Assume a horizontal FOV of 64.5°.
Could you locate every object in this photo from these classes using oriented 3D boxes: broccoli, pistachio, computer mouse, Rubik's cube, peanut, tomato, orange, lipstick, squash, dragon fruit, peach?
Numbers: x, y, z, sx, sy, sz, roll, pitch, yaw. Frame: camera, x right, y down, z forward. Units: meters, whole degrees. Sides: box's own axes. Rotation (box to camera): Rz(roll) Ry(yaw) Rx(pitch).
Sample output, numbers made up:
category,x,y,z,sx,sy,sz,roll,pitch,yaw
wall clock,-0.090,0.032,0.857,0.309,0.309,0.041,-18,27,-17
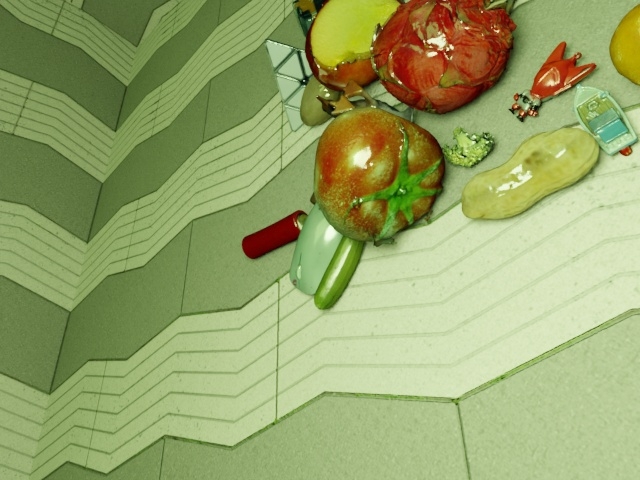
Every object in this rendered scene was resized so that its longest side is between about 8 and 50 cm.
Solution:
category,x,y,z,sx,sy,sz,roll,pitch,yaw
broccoli,0.326,-0.208,1.121,0.095,0.092,0.097,-42,23,2
pistachio,0.002,-0.434,1.573,0.186,0.126,0.108,-60,-1,22
computer mouse,-0.004,-0.003,1.344,0.159,0.097,0.289,28,89,48
Rubik's cube,-0.043,-0.542,1.660,0.228,0.233,0.228,-31,-8,-18
peanut,0.392,-0.129,0.987,0.274,0.111,0.125,-31,44,31
tomato,0.121,-0.154,1.151,0.304,0.303,0.239,-53,42,9
orange,0.587,-0.341,0.885,0.134,0.154,0.155,104,-176,-78
lipstick,-0.132,-0.015,1.498,0.241,0.080,0.080,-23,53,37
squash,0.057,0.060,1.265,0.066,0.066,0.252,25,88,50
dragon fruit,0.275,-0.437,1.171,0.342,0.277,0.278,-24,52,34
peach,0.092,-0.531,1.435,0.257,0.201,0.362,29,68,10

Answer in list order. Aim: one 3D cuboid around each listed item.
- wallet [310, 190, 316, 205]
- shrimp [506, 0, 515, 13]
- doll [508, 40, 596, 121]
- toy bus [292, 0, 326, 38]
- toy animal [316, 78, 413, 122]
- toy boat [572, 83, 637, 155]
category,x,y,z,sx,sy,sz,roll,pitch,yaw
wallet,0.033,-0.177,1.460,0.095,0.026,0.176,25,87,53
shrimp,0.415,-0.609,1.277,0.289,0.075,0.178,-54,48,8
doll,0.470,-0.325,1.058,0.169,0.057,0.109,-42,45,21
toy bus,0.065,-0.716,1.585,0.275,0.139,0.167,-22,51,5
toy animal,0.117,-0.335,1.354,0.298,0.185,0.122,20,81,24
toy boat,0.523,-0.230,0.946,0.069,0.058,0.173,-34,47,29
